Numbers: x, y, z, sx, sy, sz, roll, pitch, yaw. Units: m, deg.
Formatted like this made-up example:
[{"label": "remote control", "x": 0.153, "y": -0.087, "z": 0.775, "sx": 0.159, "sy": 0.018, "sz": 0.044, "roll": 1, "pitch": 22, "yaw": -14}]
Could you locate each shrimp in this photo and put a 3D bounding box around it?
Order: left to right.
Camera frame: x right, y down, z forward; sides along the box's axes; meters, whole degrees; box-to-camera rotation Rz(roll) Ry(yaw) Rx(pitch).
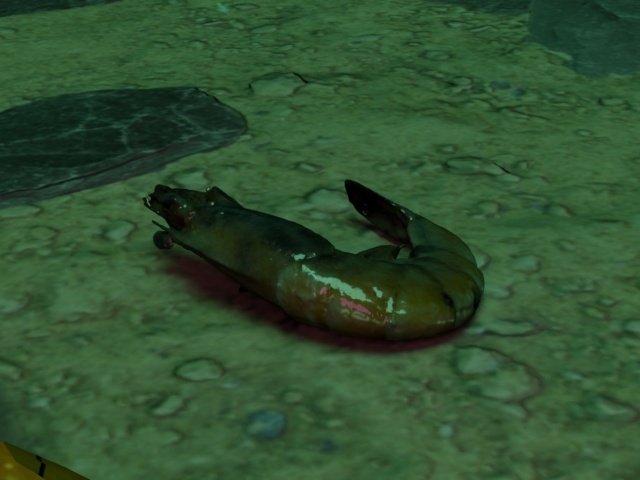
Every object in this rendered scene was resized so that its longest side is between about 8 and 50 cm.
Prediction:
[{"label": "shrimp", "x": 0.000, "y": 0.000, "z": 0.729, "sx": 0.217, "sy": 0.051, "sz": 0.150, "roll": 23, "pitch": 32, "yaw": 25}]

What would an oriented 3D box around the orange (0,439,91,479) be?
[{"label": "orange", "x": -0.134, "y": 0.142, "z": 0.324, "sx": 0.234, "sy": 0.182, "sz": 0.234, "roll": 6, "pitch": 16, "yaw": -2}]
